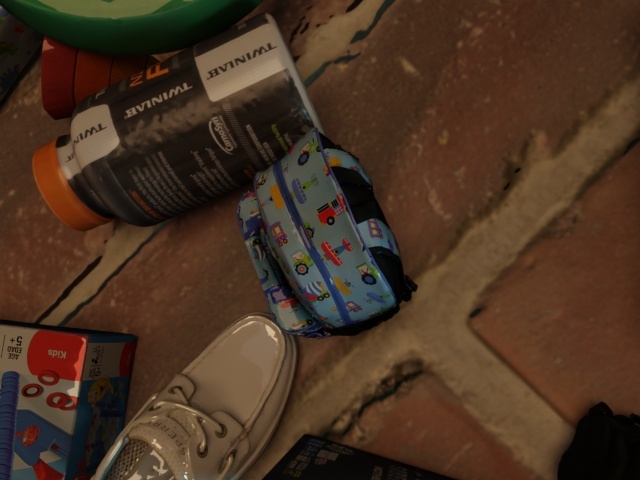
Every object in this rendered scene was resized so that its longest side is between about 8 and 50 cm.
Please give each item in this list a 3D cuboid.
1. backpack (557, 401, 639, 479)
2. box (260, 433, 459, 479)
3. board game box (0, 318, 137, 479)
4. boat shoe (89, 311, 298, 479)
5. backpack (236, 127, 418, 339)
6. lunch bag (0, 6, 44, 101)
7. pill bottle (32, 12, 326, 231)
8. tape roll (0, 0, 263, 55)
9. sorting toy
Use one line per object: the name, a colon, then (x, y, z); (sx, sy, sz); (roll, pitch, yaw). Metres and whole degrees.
backpack: (0.272, 0.214, 0.399); (0.182, 0.152, 0.115); (34, 93, 1)
box: (0.046, 0.206, 0.382); (0.184, 0.233, 0.059); (14, 86, 12)
board game box: (-0.351, 0.221, 0.523); (0.308, 0.086, 0.301); (4, 81, 10)
boat shoe: (-0.113, 0.169, 0.460); (0.098, 0.096, 0.277); (28, 69, 18)
backpack: (0.000, 0.000, 0.455); (0.117, 0.173, 0.158); (-24, 78, 5)
lunch bag: (-0.386, -0.233, 0.600); (0.151, 0.096, 0.128); (34, 88, 4)
pill bottle: (-0.128, -0.094, 0.514); (0.246, 0.130, 0.130); (-24, 78, 5)
tape roll: (-0.169, -0.323, 0.476); (0.321, 0.077, 0.321); (0, 86, -5)
sorting toy: (-0.180, -0.289, 0.583); (0.126, 0.127, 0.365); (11, 84, -12)
